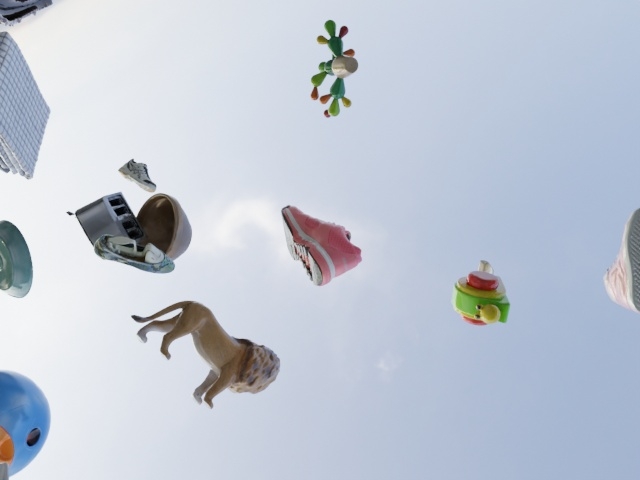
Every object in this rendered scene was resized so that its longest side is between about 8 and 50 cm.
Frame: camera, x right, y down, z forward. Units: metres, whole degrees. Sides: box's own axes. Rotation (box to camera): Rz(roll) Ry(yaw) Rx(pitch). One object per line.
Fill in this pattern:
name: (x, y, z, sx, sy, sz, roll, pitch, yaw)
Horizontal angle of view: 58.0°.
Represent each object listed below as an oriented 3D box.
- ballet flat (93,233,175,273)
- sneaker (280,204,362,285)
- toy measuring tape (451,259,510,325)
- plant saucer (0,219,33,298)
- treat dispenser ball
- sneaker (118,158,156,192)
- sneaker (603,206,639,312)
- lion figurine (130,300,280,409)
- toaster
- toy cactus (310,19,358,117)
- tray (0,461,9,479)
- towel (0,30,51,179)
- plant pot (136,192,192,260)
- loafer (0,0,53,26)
ballet flat: (-0.422, 0.029, 1.330, 0.070, 0.188, 0.070, -42, -139, 52)
sneaker: (0.000, 0.001, 1.390, 0.136, 0.116, 0.314, -18, -147, -15)
toy measuring tape: (0.356, 0.108, 1.334, 0.121, 0.122, 0.330, -22, -167, 14)
plant saucer: (-0.466, 0.030, 0.849, 0.119, 0.120, 0.021, 2, -168, 35)
treat dispenser ball: (-0.864, 0.484, 1.512, 0.288, 0.288, 0.288, -18, -138, 18)
sneaker: (-0.285, -0.106, 0.915, 0.083, 0.032, 0.037, 31, -108, 26)
sneaker: (0.401, 0.024, 0.750, 0.050, 0.135, 0.070, 2, -179, -5)
lion figurine: (-0.285, 0.274, 1.510, 0.240, 0.392, 0.142, -44, -165, -30)
toaster: (-0.614, -0.045, 1.687, 0.110, 0.168, 0.186, -28, -173, 11)
toy cactus: (0.045, -0.392, 1.325, 0.112, 0.219, 0.180, 4, -169, -21)
tray: (-0.409, 0.404, 0.650, 0.145, 0.030, 0.270, -28, -134, -5)
towel: (-0.753, -0.312, 1.353, 0.121, 0.284, 0.235, 3, -115, -4)
plant pot: (-0.477, -0.021, 1.791, 0.237, 0.109, 0.238, -12, -109, 38)
loafer: (-0.293, -0.294, 0.551, 0.130, 0.134, 0.366, -16, -143, -1)
